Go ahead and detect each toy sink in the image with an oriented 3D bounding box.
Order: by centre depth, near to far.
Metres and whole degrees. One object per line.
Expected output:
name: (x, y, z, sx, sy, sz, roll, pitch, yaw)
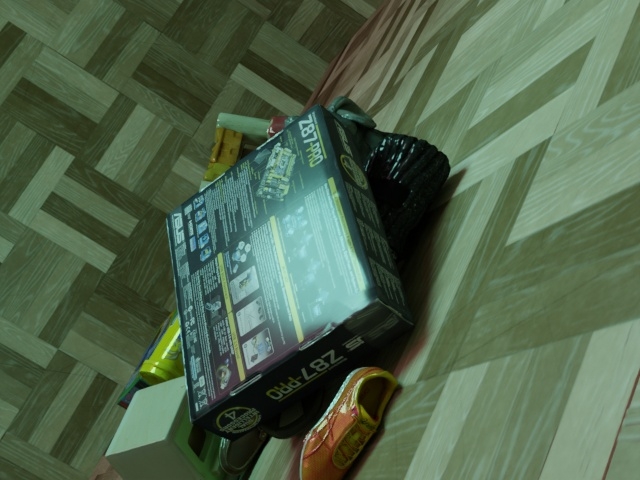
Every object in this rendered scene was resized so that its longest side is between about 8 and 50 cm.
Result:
toy sink: (-0.212, 0.361, 1.570, 0.131, 0.234, 0.152, -19, 27, 23)

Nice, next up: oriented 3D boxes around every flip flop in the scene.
flip flop: (-0.052, 0.233, 1.407, 0.112, 0.080, 0.277, -28, 11, -11)

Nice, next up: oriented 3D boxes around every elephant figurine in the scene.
elephant figurine: (0.045, -0.182, 1.750, 0.169, 0.239, 0.186, -62, 11, -21)

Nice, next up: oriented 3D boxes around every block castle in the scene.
block castle: (-0.130, -0.001, 1.886, 0.303, 0.213, 0.453, -83, 3, -48)

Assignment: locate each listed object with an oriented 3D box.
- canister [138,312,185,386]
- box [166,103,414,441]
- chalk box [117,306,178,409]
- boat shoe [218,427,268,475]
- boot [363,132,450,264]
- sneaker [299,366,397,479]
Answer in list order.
canister: (-0.219, 0.190, 1.666, 0.073, 0.126, 0.170, -4, 48, 46)
box: (-0.063, 0.034, 1.353, 0.318, 0.097, 0.395, -37, 43, 21)
chalk box: (-0.321, 0.317, 2.151, 0.179, 0.180, 0.289, -44, 15, 51)
boat shoe: (-0.107, 0.292, 1.547, 0.178, 0.064, 0.060, -61, 9, -33)
boot: (0.028, -0.028, 1.497, 0.348, 0.131, 0.260, 2, 61, 44)
sneaker: (0.030, 0.223, 1.124, 0.067, 0.064, 0.175, -8, 52, 64)
